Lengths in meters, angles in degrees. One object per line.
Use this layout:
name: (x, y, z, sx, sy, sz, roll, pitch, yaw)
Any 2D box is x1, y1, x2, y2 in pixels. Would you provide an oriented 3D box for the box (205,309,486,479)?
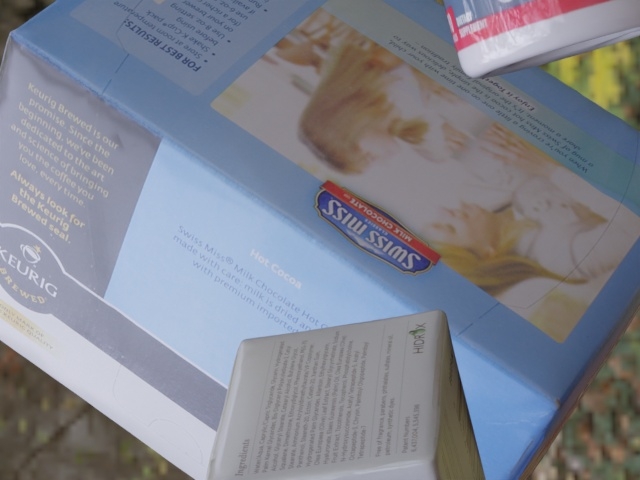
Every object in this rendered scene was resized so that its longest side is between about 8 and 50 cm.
box: (0.014, 0.098, 0.683, 0.102, 0.087, 0.101, -78, -24, -59)

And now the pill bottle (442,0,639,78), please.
pill bottle: (0.092, -0.173, 0.810, 0.108, 0.108, 0.180, -16, -90, -83)

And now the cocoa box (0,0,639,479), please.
cocoa box: (0.000, 0.000, 1.030, 0.231, 0.347, 0.228, -46, -14, -44)
